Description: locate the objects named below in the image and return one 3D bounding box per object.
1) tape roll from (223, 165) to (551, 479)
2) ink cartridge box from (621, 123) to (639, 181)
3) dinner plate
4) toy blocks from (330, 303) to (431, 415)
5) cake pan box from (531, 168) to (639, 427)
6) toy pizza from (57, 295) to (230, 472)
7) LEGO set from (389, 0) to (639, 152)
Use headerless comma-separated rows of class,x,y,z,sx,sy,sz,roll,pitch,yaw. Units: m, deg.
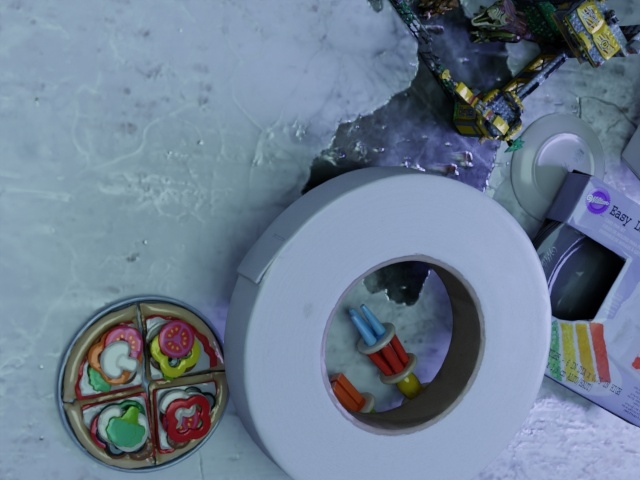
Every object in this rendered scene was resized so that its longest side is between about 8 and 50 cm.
tape roll,0.080,0.111,1.504,0.392,0.072,0.392,-5,103,-23
ink cartridge box,0.562,-0.133,1.696,0.283,0.117,0.207,11,120,-25
dinner plate,0.303,-0.090,1.681,0.141,0.017,0.141,-3,98,-25
toy blocks,0.056,0.160,1.579,0.123,0.054,0.148,-42,111,-15
cake pan box,0.361,0.075,1.675,0.267,0.070,0.246,31,88,-16
toy pizza,-0.190,0.162,1.479,0.201,0.032,0.201,-3,98,-24
LEGO set,0.219,-0.273,1.521,0.255,0.192,0.331,-33,108,-17
